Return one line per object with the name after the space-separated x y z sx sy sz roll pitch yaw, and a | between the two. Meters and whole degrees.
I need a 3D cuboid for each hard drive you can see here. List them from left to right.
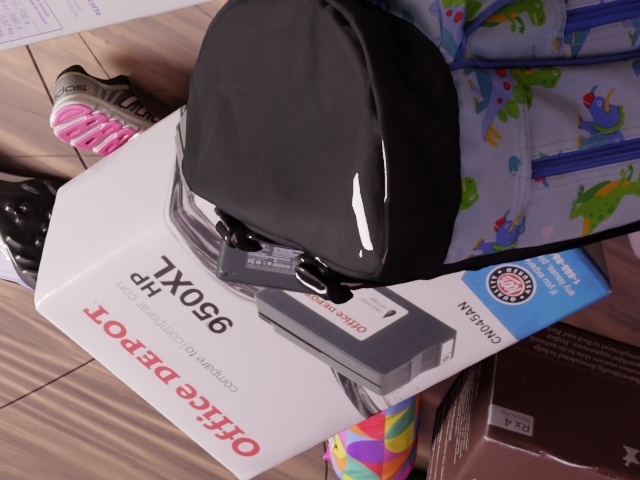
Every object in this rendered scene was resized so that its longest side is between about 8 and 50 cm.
-0.023 -0.021 1.072 0.094 0.022 0.135 9 127 -6 | hard drive

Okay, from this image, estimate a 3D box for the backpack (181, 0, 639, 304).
0.128 -0.105 0.887 0.355 0.290 0.273 3 101 -26 | backpack

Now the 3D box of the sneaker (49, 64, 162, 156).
-0.174 -0.108 1.273 0.063 0.075 0.170 -36 142 28 | sneaker

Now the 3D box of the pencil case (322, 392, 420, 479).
0.054 0.166 1.473 0.104 0.104 0.236 8 135 6 | pencil case

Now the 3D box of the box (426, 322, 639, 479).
0.214 0.208 1.423 0.168 0.167 0.203 19 136 -5 | box

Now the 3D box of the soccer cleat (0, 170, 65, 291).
-0.324 -0.015 1.389 0.318 0.109 0.116 25 156 -14 | soccer cleat

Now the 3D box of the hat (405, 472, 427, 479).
0.148 0.287 1.610 0.183 0.173 0.208 -32 134 -4 | hat

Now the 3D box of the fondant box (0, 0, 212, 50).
-0.071 -0.244 0.866 0.330 0.238 0.096 -10 132 23 | fondant box

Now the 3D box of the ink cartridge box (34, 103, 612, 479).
0.000 0.000 1.210 0.395 0.166 0.285 -30 123 23 | ink cartridge box

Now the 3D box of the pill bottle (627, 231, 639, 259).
0.343 -0.038 1.188 0.169 0.094 0.094 -7 133 21 | pill bottle
